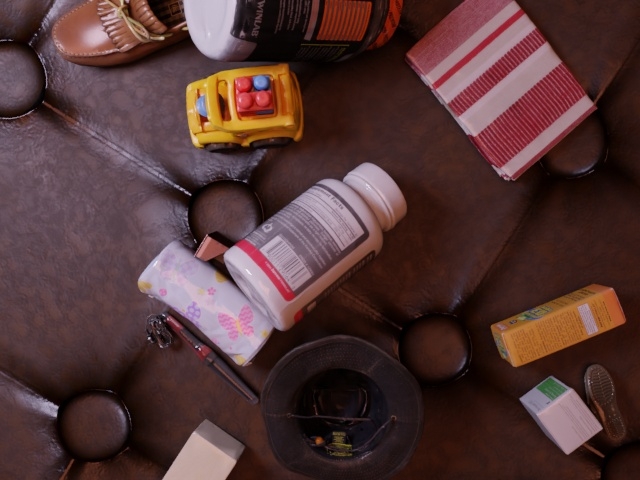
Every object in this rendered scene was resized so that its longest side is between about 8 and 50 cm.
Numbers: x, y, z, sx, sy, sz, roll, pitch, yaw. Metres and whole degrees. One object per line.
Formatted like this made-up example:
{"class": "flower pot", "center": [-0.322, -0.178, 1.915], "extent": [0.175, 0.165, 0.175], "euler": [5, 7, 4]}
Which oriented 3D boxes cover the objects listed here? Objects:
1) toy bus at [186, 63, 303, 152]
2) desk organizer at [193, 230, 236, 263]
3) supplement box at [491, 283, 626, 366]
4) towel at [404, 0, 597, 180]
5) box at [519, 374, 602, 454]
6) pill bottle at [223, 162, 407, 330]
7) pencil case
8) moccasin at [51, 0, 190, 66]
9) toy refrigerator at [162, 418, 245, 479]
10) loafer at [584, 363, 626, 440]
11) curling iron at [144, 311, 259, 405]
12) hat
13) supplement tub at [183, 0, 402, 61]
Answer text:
{"class": "toy bus", "center": [-0.144, -0.242, 1.006], "extent": [0.220, 0.211, 0.149], "euler": [-6, 95, 1]}
{"class": "desk organizer", "center": [-0.194, 0.017, 1.058], "extent": [0.050, 0.130, 0.047], "euler": [31, 92, -4]}
{"class": "supplement box", "center": [0.462, 0.165, 1.104], "extent": [0.233, 0.078, 0.080], "euler": [-24, 93, 0]}
{"class": "towel", "center": [0.352, -0.311, 1.099], "extent": [0.237, 0.037, 0.329], "euler": [-41, 95, -1]}
{"class": "box", "center": [0.467, 0.338, 1.100], "extent": [0.087, 0.101, 0.102], "euler": [-38, 91, 1]}
{"class": "pill bottle", "center": [0.000, 0.000, 1.015], "extent": [0.318, 0.176, 0.176], "euler": [-38, 93, -17]}
{"class": "pencil case", "center": [-0.212, 0.120, 1.071], "extent": [0.273, 0.113, 0.124], "euler": [38, 89, -3]}
{"class": "moccasin", "center": [-0.305, -0.416, 1.023], "extent": [0.380, 0.147, 0.139], "euler": [-12, 93, 0]}
{"class": "toy refrigerator", "center": [-0.266, 0.499, 1.103], "extent": [0.102, 0.094, 0.269], "euler": [32, 91, 4]}
{"class": "loafer", "center": [0.563, 0.324, 1.130], "extent": [0.056, 0.050, 0.148], "euler": [-9, 78, -4]}
{"class": "curling iron", "center": [-0.233, 0.237, 1.116], "extent": [0.274, 0.035, 0.068], "euler": [36, 96, -2]}
{"class": "hat", "center": [0.045, 0.303, 1.076], "extent": [0.331, 0.134, 0.331], "euler": [2, 111, 5]}
{"class": "supplement tub", "center": [-0.039, -0.407, 0.945], "extent": [0.338, 0.207, 0.207], "euler": [-12, 94, -34]}
